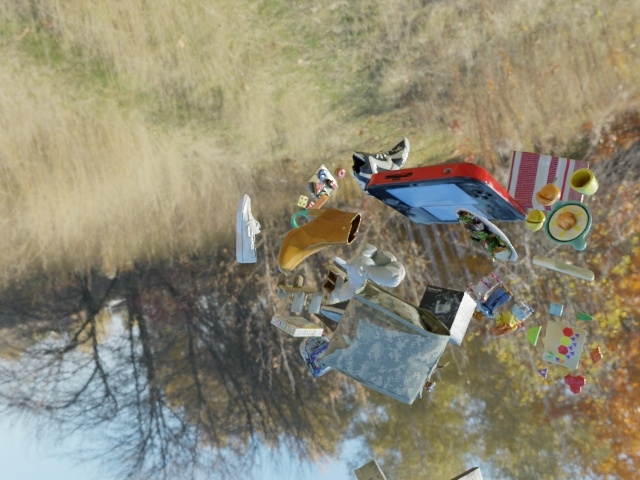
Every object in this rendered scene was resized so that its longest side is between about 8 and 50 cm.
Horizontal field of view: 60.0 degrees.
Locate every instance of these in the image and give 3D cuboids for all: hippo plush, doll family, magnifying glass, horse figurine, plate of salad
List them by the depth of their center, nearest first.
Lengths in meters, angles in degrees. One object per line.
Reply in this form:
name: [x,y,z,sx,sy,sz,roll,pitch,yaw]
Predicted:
plate of salad: [0.416,-0.010,1.421,0.048,0.200,0.200,-47,-179,-2]
doll family: [0.643,0.253,2.014,0.163,0.263,0.118,-48,179,17]
hippo plush: [0.180,0.176,2.148,0.234,0.237,0.294,28,-154,22]
magnifying glass: [-0.044,-0.117,2.362,0.231,0.092,0.026,-45,-176,36]
horse figurine: [0.486,0.563,2.637,0.066,0.263,0.175,-9,141,-51]

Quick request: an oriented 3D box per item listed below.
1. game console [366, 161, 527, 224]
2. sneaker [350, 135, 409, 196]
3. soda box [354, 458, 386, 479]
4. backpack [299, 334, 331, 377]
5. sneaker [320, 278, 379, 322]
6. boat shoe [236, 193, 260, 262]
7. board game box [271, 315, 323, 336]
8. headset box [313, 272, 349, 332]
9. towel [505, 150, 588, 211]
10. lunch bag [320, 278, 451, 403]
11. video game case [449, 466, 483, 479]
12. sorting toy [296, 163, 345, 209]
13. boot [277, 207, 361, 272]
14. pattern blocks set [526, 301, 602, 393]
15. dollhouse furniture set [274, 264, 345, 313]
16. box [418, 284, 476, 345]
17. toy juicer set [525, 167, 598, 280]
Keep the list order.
game console: [0.364,-0.119,1.635,0.386,0.060,0.342,0,157,44]
sneaker: [0.183,-0.275,1.814,0.235,0.153,0.094,-55,-153,-3]
soda box: [0.220,0.923,1.951,0.091,0.098,0.286,-30,-150,-3]
backpack: [0.000,0.476,2.375,0.158,0.173,0.117,-22,159,-22]
sneaker: [0.121,0.215,1.984,0.226,0.164,0.086,5,148,25]
boat shoe: [-0.264,-0.044,2.048,0.084,0.258,0.095,3,-166,0]
board game box: [-0.076,0.281,1.818,0.103,0.026,0.154,23,-175,34]
headset box: [0.101,0.303,2.699,0.131,0.247,0.283,24,-173,-42]
towel: [0.958,-0.243,2.347,0.328,0.237,0.037,9,180,-1]
lunch bag: [0.186,0.280,1.510,0.286,0.235,0.169,28,-161,11]
video game case: [0.503,0.947,1.905,0.274,0.249,0.035,-3,159,-41]
sorting toy: [0.006,-0.237,2.437,0.046,0.132,0.275,23,-109,46]
boot: [0.001,0.000,1.881,0.211,0.104,0.295,9,-126,35]
pattern blocks set: [0.979,0.424,2.232,0.285,0.325,0.026,27,-157,30]
dollhouse furniture set: [-0.040,0.185,2.271,0.241,0.161,0.212,7,-168,-25]
box: [0.413,0.247,1.863,0.155,0.158,0.093,9,156,48]
toy juicer set: [0.682,-0.043,1.604,0.089,0.329,0.209,27,156,-36]
